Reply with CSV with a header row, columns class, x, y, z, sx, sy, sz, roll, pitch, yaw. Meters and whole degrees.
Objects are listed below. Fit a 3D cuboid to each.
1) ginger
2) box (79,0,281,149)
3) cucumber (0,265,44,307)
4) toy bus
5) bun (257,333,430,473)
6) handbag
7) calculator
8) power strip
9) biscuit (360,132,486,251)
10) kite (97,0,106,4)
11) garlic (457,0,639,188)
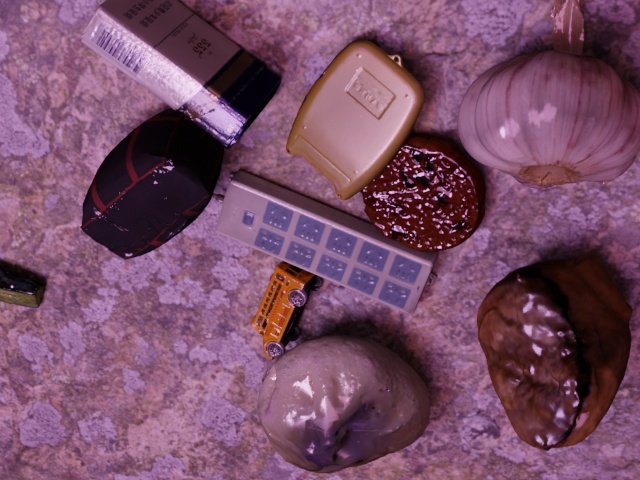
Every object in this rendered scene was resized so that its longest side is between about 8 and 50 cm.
class,x,y,z,sx,sy,sz,roll,pitch,yaw
ginger,0.339,0.157,1.808,0.200,0.223,0.269,-44,60,42
box,-0.190,-0.252,1.796,0.259,0.168,0.071,38,121,-4
cucumber,-0.568,0.057,2.170,0.211,0.062,0.078,12,156,5
toy bus,-0.059,0.107,2.016,0.074,0.069,0.162,30,122,11
bun,0.034,0.270,2.002,0.273,0.168,0.273,-1,137,-1
handbag,-0.246,-0.089,1.909,0.215,0.169,0.155,-35,120,30
calculator,0.047,-0.172,1.809,0.157,0.033,0.236,41,122,9
power strip,0.000,0.000,1.949,0.367,0.043,0.106,23,124,5
biscuit,0.148,-0.070,1.858,0.192,0.049,0.192,8,122,13
kite,-0.362,-0.410,1.857,0.229,0.012,0.250,-30,107,31
garlic,0.306,-0.202,1.669,0.245,0.245,0.253,4,83,17
